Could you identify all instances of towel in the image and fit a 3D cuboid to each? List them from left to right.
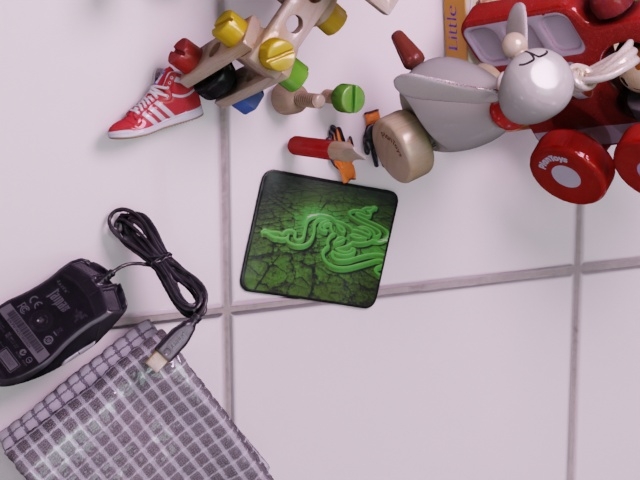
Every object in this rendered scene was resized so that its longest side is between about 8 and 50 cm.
[{"bbox_3d":[-0.199,0.268,1.806,0.235,0.121,0.284,-40,114,-11],"label":"towel"}]

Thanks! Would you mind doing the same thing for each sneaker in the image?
[{"bbox_3d":[-0.192,-0.158,1.761,0.118,0.042,0.067,-22,113,-27],"label":"sneaker"}]

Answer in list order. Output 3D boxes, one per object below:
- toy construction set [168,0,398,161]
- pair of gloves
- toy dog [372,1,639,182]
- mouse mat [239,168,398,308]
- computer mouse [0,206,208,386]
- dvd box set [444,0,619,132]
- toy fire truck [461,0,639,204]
[{"bbox_3d":[-0.011,-0.224,1.709,0.257,0.237,0.309,-37,117,-23],"label":"toy construction set"},{"bbox_3d":[0.047,-0.115,1.899,0.083,0.010,0.074,-23,108,-21],"label":"pair of gloves"},{"bbox_3d":[0.161,-0.184,1.695,0.220,0.333,0.161,-33,95,-39],"label":"toy dog"},{"bbox_3d":[0.000,0.000,1.905,0.189,0.007,0.153,9,97,-27],"label":"mouse mat"},{"bbox_3d":[-0.250,0.102,1.741,0.262,0.184,0.060,-41,159,-17],"label":"computer mouse"},{"bbox_3d":[0.295,-0.354,1.933,0.307,0.062,0.421,-10,105,-23],"label":"dvd box set"},{"bbox_3d":[0.331,-0.187,1.790,0.254,0.302,0.169,50,58,-29],"label":"toy fire truck"}]
